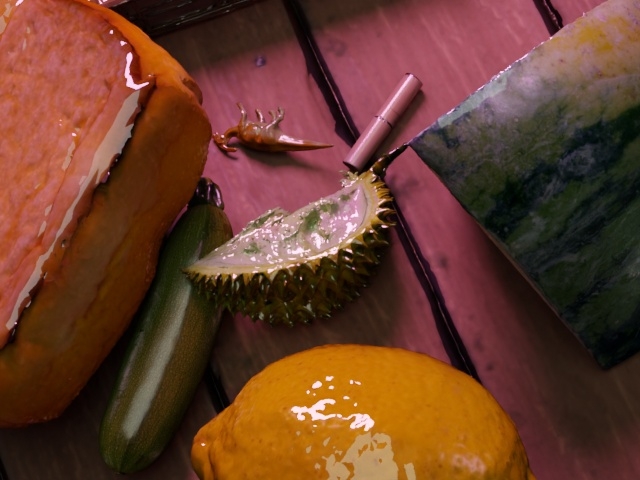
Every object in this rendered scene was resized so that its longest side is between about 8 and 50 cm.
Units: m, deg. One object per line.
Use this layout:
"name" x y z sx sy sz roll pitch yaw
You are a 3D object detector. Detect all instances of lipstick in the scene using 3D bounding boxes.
"lipstick" 0.052 -0.098 1.234 0.019 0.019 0.094 33 81 18

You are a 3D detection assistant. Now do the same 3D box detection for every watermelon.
"watermelon" 0.192 -0.053 1.148 0.213 0.201 0.262 -40 112 -6

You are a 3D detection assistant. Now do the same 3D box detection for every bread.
"bread" -0.269 -0.041 1.195 0.328 0.148 0.337 23 83 29

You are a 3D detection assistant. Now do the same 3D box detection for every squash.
"squash" -0.113 0.068 1.180 0.066 0.066 0.252 14 73 14

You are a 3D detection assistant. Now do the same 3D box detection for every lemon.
"lemon" 0.036 0.172 1.050 0.260 0.204 0.204 13 74 11

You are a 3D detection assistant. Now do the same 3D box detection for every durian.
"durian" 0.000 0.000 1.169 0.215 0.086 0.100 -28 70 -18

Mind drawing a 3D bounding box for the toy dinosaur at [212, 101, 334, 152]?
"toy dinosaur" -0.039 -0.093 1.243 0.113 0.026 0.041 2 78 20

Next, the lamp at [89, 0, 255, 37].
"lamp" -0.053 -0.255 1.270 0.325 0.089 0.090 -18 70 4
